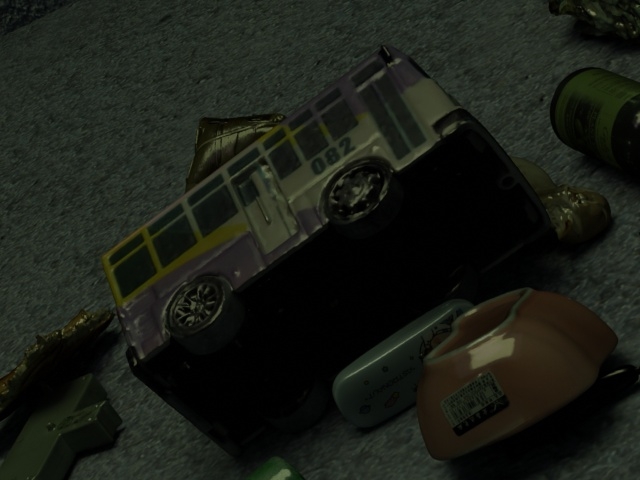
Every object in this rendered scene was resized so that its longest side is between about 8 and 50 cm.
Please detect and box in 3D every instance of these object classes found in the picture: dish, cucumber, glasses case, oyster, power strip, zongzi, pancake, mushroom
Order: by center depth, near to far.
[{"bbox_3d":[0.236,0.149,1.534,0.163,0.039,0.043,-32,44,7],"label":"cucumber"},{"bbox_3d":[0.167,0.112,1.560,0.213,0.090,0.213,-30,8,5],"label":"dish"},{"bbox_3d":[0.095,0.127,1.715,0.178,0.067,0.045,-33,21,-3],"label":"glasses case"},{"bbox_3d":[0.228,-0.047,1.868,0.116,0.093,0.225,-24,17,-18],"label":"mushroom"},{"bbox_3d":[-0.316,0.237,2.028,0.145,0.061,0.216,-22,26,26],"label":"power strip"},{"bbox_3d":[-0.369,0.150,2.154,0.266,0.057,0.244,-45,-6,-22],"label":"pancake"},{"bbox_3d":[0.412,-0.341,2.176,0.351,0.158,0.162,-151,83,-79],"label":"oyster"},{"bbox_3d":[-0.112,-0.109,2.483,0.189,0.081,0.178,-3,56,27],"label":"zongzi"}]

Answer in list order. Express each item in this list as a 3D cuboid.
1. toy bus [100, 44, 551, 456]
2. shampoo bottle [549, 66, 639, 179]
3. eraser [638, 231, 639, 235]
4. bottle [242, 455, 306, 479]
[{"bbox_3d":[0.000,0.000,1.794,0.440,0.209,0.249,-37,41,9],"label":"toy bus"},{"bbox_3d":[0.357,-0.122,1.841,0.101,0.101,0.284,-35,23,-7],"label":"shampoo bottle"},{"bbox_3d":[0.378,-0.017,1.698,0.084,0.027,0.063,-36,24,-10],"label":"eraser"},{"bbox_3d":[-0.139,0.339,1.558,0.330,0.093,0.093,-39,24,-15],"label":"bottle"}]
